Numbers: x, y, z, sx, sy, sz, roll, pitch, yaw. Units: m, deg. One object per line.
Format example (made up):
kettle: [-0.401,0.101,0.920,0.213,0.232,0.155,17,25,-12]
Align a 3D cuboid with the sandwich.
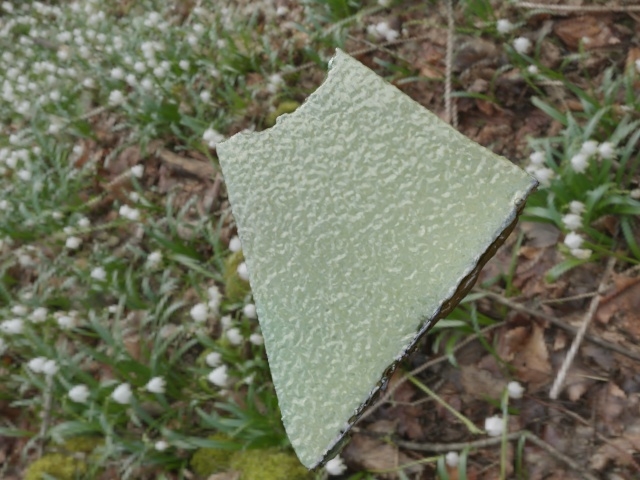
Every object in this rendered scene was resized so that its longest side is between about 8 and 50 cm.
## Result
sandwich: [0.000,0.000,0.608,0.212,0.063,0.245,39,89,20]
